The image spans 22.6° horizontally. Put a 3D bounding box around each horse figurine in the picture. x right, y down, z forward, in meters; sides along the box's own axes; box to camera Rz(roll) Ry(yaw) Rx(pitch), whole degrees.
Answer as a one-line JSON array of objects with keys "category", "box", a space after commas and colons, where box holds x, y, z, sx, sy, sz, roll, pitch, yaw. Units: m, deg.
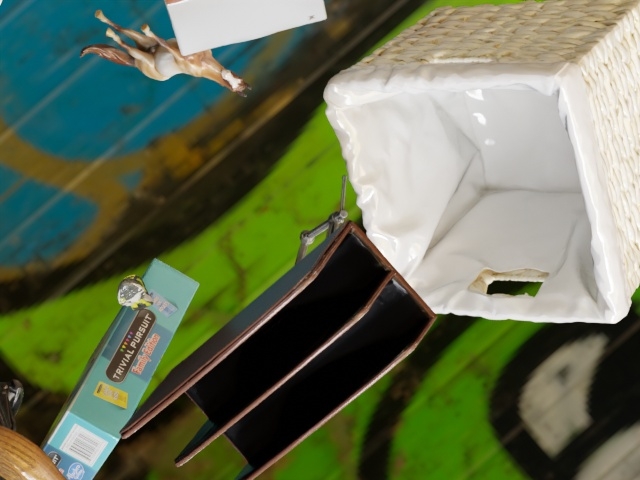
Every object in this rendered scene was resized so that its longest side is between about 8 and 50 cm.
[{"category": "horse figurine", "box": [-0.247, -0.293, 2.487, 0.263, 0.066, 0.174, 4, 156, 39]}]

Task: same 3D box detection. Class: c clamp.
[{"category": "c clamp", "box": [0.000, 0.000, 2.245, 0.022, 0.137, 0.161, 16, 154, -20]}]

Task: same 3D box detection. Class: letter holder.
[{"category": "letter holder", "box": [-0.048, 0.149, 1.763, 0.152, 0.302, 0.214, 48, -158, -2]}]

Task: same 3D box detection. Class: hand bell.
[{"category": "hand bell", "box": [-0.322, 0.150, 1.383, 0.242, 0.126, 0.126, 36, 178, -1]}]

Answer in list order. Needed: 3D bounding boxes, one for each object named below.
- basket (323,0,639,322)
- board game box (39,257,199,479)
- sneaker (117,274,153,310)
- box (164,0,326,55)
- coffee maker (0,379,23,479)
[{"category": "basket", "box": [0.234, -0.108, 1.939, 0.328, 0.266, 0.331, 2, 123, 36]}, {"category": "board game box", "box": [-0.301, 0.217, 2.201, 0.079, 0.254, 0.336, 31, -143, -6]}, {"category": "sneaker", "box": [-0.211, 0.054, 1.776, 0.083, 0.031, 0.035, 69, 175, -72]}, {"category": "box", "box": [-0.138, -0.465, 2.236, 0.168, 0.215, 0.345, 78, 177, -72]}, {"category": "coffee maker", "box": [-0.389, 0.241, 1.753, 0.178, 0.120, 0.171, 100, 171, -55]}]
